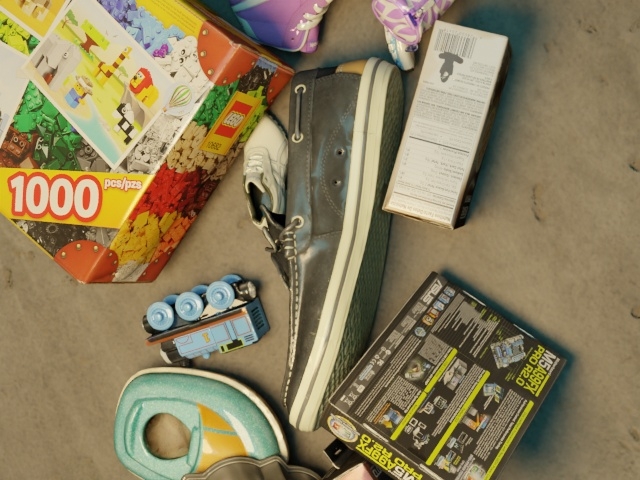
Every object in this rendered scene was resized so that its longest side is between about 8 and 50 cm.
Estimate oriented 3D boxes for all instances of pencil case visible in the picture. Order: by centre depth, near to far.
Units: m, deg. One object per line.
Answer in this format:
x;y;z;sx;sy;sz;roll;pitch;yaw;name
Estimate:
0.155;-0.343;1.211;0.086;0.088;0.206;44;79;-17;pencil case

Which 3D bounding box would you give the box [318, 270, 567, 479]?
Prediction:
0.159;0.189;1.191;0.216;0.270;0.060;34;141;11;box

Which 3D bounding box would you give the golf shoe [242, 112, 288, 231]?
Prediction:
-0.080;-0.098;1.328;0.069;0.086;0.176;-12;87;17;golf shoe

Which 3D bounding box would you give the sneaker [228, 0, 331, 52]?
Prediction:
0.007;-0.342;1.274;0.282;0.102;0.161;-5;117;29;sneaker

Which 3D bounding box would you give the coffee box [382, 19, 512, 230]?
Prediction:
0.168;-0.145;1.230;0.098;0.141;0.246;17;97;13;coffee box

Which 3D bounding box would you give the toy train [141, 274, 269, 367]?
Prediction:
-0.168;0.118;1.365;0.184;0.080;0.105;-20;93;15;toy train

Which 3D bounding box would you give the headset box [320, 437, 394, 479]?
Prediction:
0.101;0.382;1.226;0.110;0.218;0.293;-36;84;14;headset box

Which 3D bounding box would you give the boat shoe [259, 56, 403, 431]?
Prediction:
0.000;0.000;1.262;0.156;0.187;0.500;7;87;15;boat shoe

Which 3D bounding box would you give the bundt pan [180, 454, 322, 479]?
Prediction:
-0.089;0.458;1.245;0.331;0.124;0.330;-3;99;-18;bundt pan

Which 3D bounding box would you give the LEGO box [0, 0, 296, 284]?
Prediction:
-0.350;-0.232;1.316;0.500;0.193;0.372;38;101;17;LEGO box

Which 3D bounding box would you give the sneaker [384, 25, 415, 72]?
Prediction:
0.124;-0.324;1.274;0.083;0.071;0.190;-5;91;10;sneaker

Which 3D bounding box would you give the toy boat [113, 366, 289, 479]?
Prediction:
-0.183;0.344;1.339;0.268;0.148;0.318;8;94;15;toy boat
